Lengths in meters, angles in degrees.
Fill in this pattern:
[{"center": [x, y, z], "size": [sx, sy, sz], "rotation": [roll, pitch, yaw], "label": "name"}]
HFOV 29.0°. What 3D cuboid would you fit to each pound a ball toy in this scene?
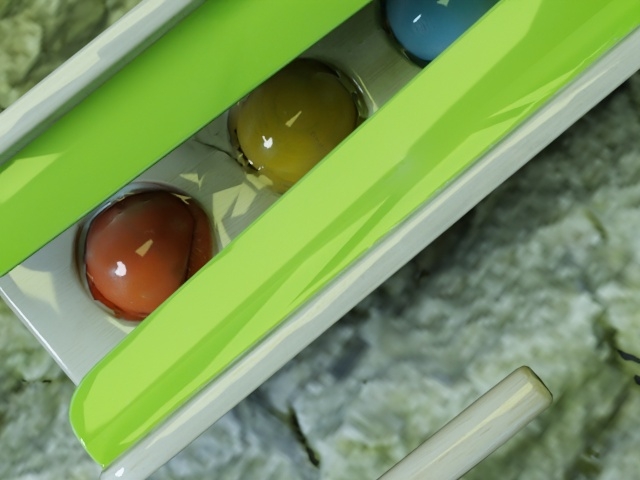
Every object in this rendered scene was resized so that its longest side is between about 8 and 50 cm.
[{"center": [0.000, 0.000, 0.467], "size": [0.319, 0.136, 0.208], "rotation": [-40, 93, -2], "label": "pound a ball toy"}]
